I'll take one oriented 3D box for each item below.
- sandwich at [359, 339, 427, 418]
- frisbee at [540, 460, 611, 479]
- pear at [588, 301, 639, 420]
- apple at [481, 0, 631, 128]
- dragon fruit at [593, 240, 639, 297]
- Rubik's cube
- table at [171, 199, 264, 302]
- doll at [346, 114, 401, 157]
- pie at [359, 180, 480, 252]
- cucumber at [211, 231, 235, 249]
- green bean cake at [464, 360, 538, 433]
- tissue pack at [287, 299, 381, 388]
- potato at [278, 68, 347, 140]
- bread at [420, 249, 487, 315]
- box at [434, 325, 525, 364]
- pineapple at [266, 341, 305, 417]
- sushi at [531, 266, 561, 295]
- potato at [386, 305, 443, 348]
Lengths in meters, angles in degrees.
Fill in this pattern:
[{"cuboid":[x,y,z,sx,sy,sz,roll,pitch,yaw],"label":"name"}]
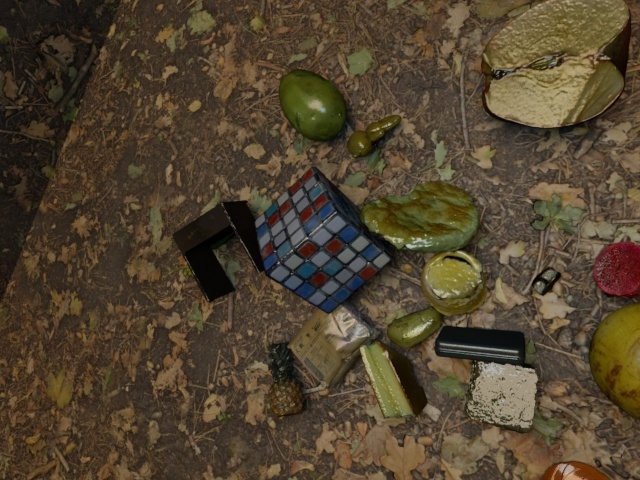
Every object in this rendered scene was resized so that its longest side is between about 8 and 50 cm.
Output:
[{"cuboid":[0.215,0.414,1.268,0.122,0.128,0.235,-26,78,26],"label":"sandwich"},{"cuboid":[0.669,0.675,1.067,0.192,0.035,0.192,-5,80,26],"label":"frisbee"},{"cuboid":[0.774,0.277,0.953,0.281,0.281,0.280,-4,80,25],"label":"pear"},{"cuboid":[0.634,-0.474,1.140,0.365,0.295,0.328,-4,44,29],"label":"apple"},{"cuboid":[0.807,0.090,1.071,0.111,0.153,0.153,18,89,-14],"label":"dragon fruit"},{"cuboid":[0.000,0.000,1.304,0.293,0.287,0.292,-41,37,15],"label":"Rubik's cube"},{"cuboid":[-0.343,0.034,1.535,0.251,0.196,0.282,-31,87,17],"label":"table"},{"cuboid":[0.191,-0.360,1.440,0.209,0.097,0.137,-30,32,11],"label":"doll"},{"cuboid":[0.307,-0.071,1.215,0.296,0.371,0.078,50,148,44],"label":"pie"},{"cuboid":[-0.375,-0.030,1.664,0.250,0.056,0.056,-37,68,18],"label":"cucumber"},{"cuboid":[0.502,0.418,1.155,0.173,0.094,0.181,7,85,25],"label":"green bean cake"},{"cuboid":[0.039,0.330,1.374,0.215,0.123,0.256,43,99,27],"label":"tissue pack"},{"cuboid":[-0.034,-0.488,1.497,0.304,0.216,0.216,44,101,19],"label":"potato"},{"cuboid":[0.392,0.120,1.213,0.197,0.170,0.197,-4,76,14],"label":"bread"},{"cuboid":[0.448,0.291,1.166,0.230,0.160,0.050,-1,97,26],"label":"box"},{"cuboid":[-0.127,0.477,1.436,0.128,0.128,0.248,-20,67,21],"label":"pineapple"},{"cuboid":[0.638,0.114,1.179,0.083,0.044,0.046,-51,43,7],"label":"sushi"},{"cuboid":[0.297,0.268,1.286,0.188,0.085,0.105,-34,47,13],"label":"potato"}]
